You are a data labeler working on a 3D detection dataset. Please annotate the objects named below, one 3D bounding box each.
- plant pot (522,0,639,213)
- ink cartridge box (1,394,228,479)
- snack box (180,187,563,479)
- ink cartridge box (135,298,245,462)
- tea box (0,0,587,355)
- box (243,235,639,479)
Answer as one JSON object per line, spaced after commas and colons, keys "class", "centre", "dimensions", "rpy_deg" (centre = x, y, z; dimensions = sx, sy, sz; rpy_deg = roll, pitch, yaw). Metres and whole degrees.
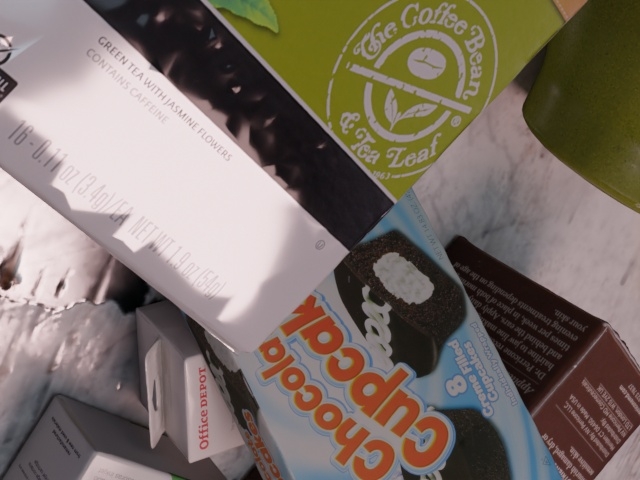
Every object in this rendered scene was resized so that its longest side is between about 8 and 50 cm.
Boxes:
{"class": "plant pot", "centre": [0.342, -0.189, 0.867], "dimensions": [0.366, 0.366, 0.353], "rpy_deg": [8, 119, -38]}
{"class": "ink cartridge box", "centre": [-0.181, 0.243, 0.852], "dimensions": [0.153, 0.087, 0.208], "rpy_deg": [30, 95, -40]}
{"class": "snack box", "centre": [0.017, 0.069, 0.794], "dimensions": [0.187, 0.060, 0.322], "rpy_deg": [-24, 83, -28]}
{"class": "ink cartridge box", "centre": [-0.072, 0.093, 0.853], "dimensions": [0.143, 0.090, 0.092], "rpy_deg": [-14, 119, -28]}
{"class": "tea box", "centre": [-0.068, -0.181, 0.560], "dimensions": [0.323, 0.220, 0.329], "rpy_deg": [-48, 131, 1]}
{"class": "box", "centre": [0.080, 0.203, 0.950], "dimensions": [0.381, 0.191, 0.143], "rpy_deg": [-46, 130, -7]}
